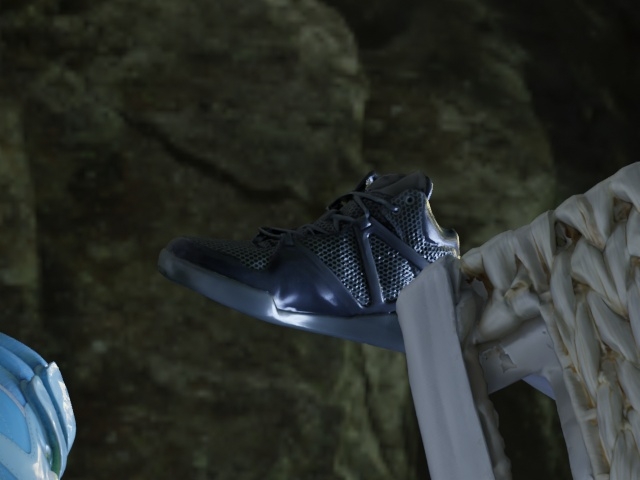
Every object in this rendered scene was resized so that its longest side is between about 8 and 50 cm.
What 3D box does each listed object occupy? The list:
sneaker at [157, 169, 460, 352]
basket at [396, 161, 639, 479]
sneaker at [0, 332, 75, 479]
[{"bbox_3d":[0.000,0.000,1.138,0.227,0.130,0.087,11,-173,-21],"label":"sneaker"},{"bbox_3d":[0.115,0.060,0.409,0.167,0.103,0.113,32,-147,-39],"label":"basket"},{"bbox_3d":[-0.178,0.172,0.954,0.127,0.319,0.208,-35,176,16],"label":"sneaker"}]
